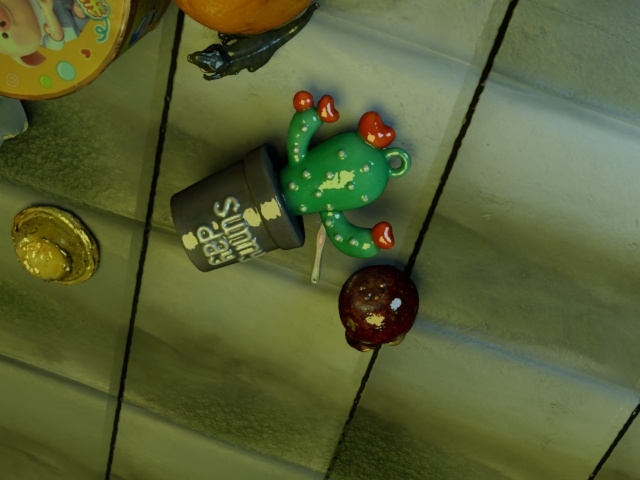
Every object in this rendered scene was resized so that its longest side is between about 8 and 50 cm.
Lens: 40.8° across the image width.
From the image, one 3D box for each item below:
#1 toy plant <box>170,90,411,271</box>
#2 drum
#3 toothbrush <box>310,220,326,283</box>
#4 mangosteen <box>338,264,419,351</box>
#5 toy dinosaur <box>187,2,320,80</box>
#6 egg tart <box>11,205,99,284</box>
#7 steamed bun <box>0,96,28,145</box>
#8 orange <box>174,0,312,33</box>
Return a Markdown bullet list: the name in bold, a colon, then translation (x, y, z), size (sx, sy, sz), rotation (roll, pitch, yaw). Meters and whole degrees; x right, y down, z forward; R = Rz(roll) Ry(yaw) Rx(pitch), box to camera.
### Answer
- **toy plant**: translation (-0.040, -0.074, 1.446), size (0.401, 0.185, 0.279), rotation (-22, 79, 7)
- **drum**: translation (-0.437, -0.444, 1.301), size (0.432, 0.214, 0.430), rotation (7, 122, 11)
- **toothbrush**: translation (0.000, 0.000, 1.580), size (0.017, 0.022, 0.204), rotation (11, 125, 3)
- **mangosteen**: translation (0.107, 0.122, 1.576), size (0.156, 0.181, 0.145), rotation (-19, 73, 7)
- **toy dinosaur**: translation (-0.102, -0.292, 1.342), size (0.179, 0.187, 0.087), rotation (9, 130, 43)
- **egg tart**: translation (-0.539, 0.019, 1.713), size (0.191, 0.074, 0.191), rotation (9, 124, 13)
- **steamed bun**: translation (-0.638, -0.194, 1.542), size (0.226, 0.199, 0.170), rotation (-6, 160, 17)
- **orange**: translation (-0.109, -0.424, 1.211), size (0.261, 0.261, 0.261), rotation (7, 123, 11)
